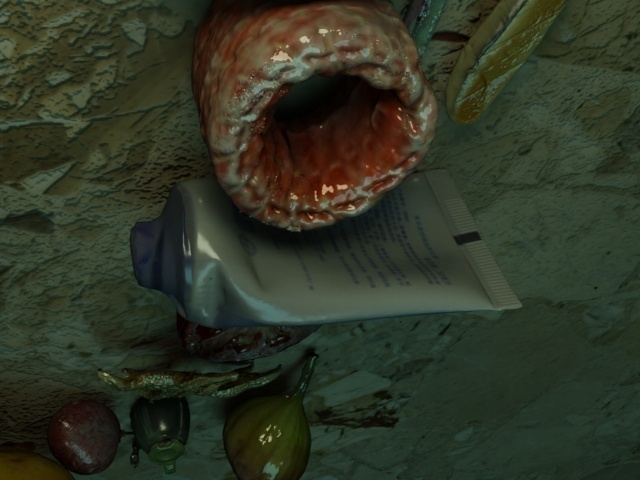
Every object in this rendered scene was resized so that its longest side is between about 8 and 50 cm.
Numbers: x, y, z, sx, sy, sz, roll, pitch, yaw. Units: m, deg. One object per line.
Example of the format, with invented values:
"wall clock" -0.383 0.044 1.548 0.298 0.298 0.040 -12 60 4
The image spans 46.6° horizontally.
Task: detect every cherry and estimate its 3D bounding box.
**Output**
"cherry" -0.324 0.307 1.110 0.090 0.107 0.225 -27 141 8

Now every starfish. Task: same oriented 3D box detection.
"starfish" -0.170 0.192 1.034 0.235 0.062 0.277 -14 161 39

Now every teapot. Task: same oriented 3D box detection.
"teapot" -0.236 0.304 1.156 0.092 0.091 0.124 -28 138 8

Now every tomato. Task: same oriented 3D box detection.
"tomato" -0.085 0.072 0.984 0.225 0.085 0.225 -16 141 -13

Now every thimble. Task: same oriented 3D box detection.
"thimble" -0.012 -0.144 0.735 0.239 0.162 0.239 -10 135 -11

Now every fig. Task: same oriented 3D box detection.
"fig" -0.081 0.288 1.186 0.143 0.160 0.231 2 112 -16

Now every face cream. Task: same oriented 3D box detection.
"face cream" 0.000 0.000 0.841 0.420 0.235 0.137 -4 136 -18

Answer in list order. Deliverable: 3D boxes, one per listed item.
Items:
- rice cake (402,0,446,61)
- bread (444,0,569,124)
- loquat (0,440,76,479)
"rice cake" 0.119 -0.267 0.757 0.033 0.033 0.208 -3 135 -26
"bread" 0.202 -0.226 0.824 0.073 0.053 0.214 12 125 -37
"loquat" -0.462 0.426 0.960 0.328 0.360 0.328 3 165 1
